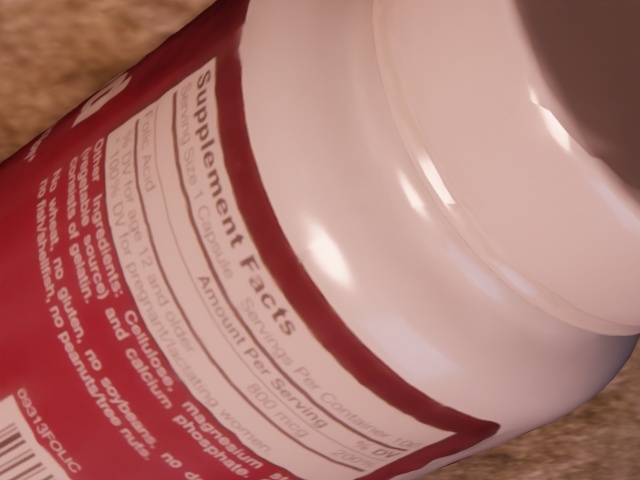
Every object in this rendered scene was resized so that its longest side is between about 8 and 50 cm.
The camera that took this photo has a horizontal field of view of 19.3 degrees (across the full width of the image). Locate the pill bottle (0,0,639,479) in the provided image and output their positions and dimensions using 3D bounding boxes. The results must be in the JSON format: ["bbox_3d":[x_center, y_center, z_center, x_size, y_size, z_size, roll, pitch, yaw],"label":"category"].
[{"bbox_3d":[0.000,0.000,0.818,0.224,0.224,0.392,19,144,-38],"label":"pill bottle"}]
